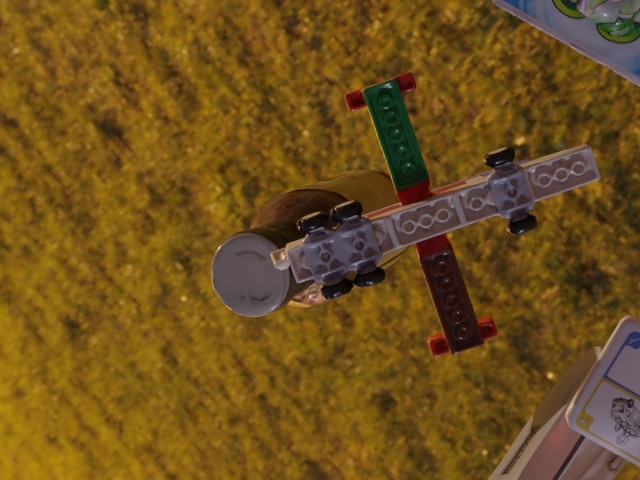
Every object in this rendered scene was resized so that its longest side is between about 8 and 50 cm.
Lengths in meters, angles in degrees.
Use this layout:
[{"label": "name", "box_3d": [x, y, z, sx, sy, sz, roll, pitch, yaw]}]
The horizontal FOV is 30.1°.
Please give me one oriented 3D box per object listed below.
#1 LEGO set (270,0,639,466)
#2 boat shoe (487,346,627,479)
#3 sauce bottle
[{"label": "LEGO set", "box_3d": [0.097, -0.029, 0.473, 0.244, 0.183, 0.060, 28, -174, -6]}, {"label": "boat shoe", "box_3d": [0.162, 0.199, 0.860, 0.084, 0.258, 0.095, 38, 170, 0]}, {"label": "sauce bottle", "box_3d": [0.000, 0.000, 1.102, 0.111, 0.111, 0.344, 42, -162, 8]}]
